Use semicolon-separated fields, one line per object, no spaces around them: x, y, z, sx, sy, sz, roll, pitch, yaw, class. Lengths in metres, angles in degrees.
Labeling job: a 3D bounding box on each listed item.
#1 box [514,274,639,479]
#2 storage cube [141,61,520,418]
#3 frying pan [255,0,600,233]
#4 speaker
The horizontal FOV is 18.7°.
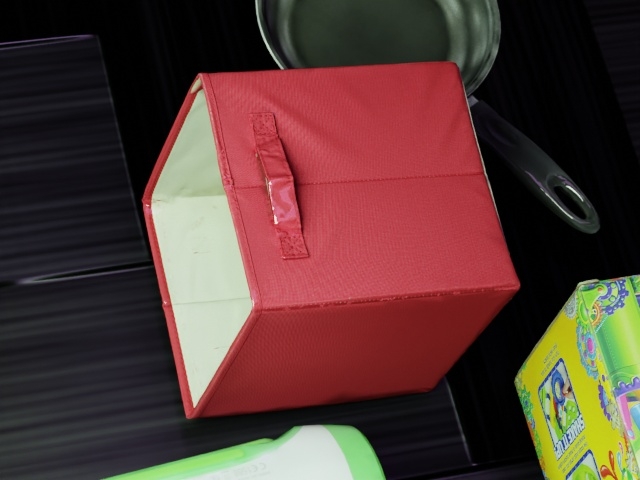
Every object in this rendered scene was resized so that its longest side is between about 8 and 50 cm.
0.327;0.166;1.358;0.290;0.177;0.279;-8;66;-15;box
0.000;0.000;1.365;0.193;0.215;0.183;-5;64;-20;storage cube
0.101;-0.146;1.541;0.326;0.053;0.197;28;63;2;frying pan
-0.104;0.208;1.286;0.297;0.131;0.131;-13;67;-16;speaker
